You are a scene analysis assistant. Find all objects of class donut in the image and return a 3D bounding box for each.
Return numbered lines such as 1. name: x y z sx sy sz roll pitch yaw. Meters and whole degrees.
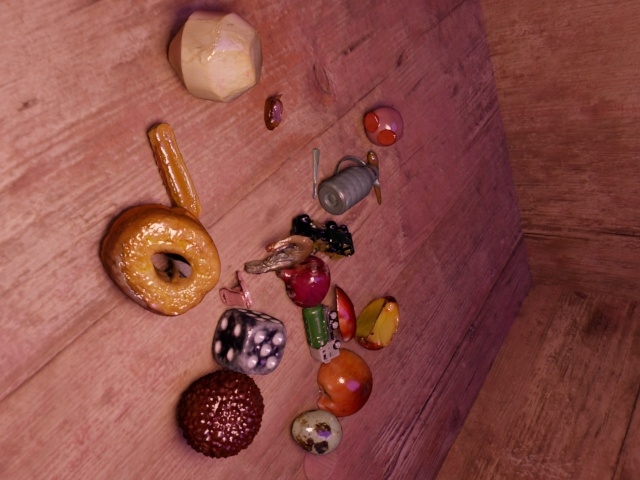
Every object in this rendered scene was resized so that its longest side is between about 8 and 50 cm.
1. donut: -0.426 0.057 1.175 0.317 0.150 0.299 14 99 -40

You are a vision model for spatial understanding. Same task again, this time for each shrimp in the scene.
1. shrimp: -0.136 0.048 1.473 0.253 0.058 0.173 -12 146 -25

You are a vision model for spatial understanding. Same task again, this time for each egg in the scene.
1. egg: -0.015 0.764 1.710 0.231 0.169 0.169 27 77 -31

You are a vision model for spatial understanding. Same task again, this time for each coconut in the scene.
1. coconut: -0.295 -0.510 1.186 0.259 0.259 0.259 -9 103 -44

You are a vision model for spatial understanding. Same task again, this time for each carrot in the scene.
1. carrot: 0.246 -0.275 1.899 0.049 0.049 0.254 -33 121 -38

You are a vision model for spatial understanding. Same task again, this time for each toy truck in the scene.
1. toy truck: 0.001 -0.003 1.621 0.257 0.127 0.127 17 47 -35
2. toy truck: 0.000 0.364 1.711 0.125 0.101 0.242 -22 109 -36

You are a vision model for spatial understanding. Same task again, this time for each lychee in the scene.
1. lychee: -0.306 0.528 1.331 0.264 0.300 0.264 -5 119 -8

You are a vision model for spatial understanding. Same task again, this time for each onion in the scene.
1. onion: -0.065 0.148 1.583 0.218 0.140 0.195 24 99 -33

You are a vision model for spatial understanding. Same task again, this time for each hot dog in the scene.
1. hot dog: -0.414 -0.192 1.224 0.088 0.061 0.286 -29 118 -40

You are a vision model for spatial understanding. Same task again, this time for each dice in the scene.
1. dice: -0.233 0.331 1.406 0.181 0.182 0.183 21 83 -45

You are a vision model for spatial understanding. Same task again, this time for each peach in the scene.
1. peach: 0.254 0.373 1.931 0.159 0.154 0.267 51 51 -27
2. peach: 0.111 0.294 1.772 0.189 0.068 0.279 -87 167 -57

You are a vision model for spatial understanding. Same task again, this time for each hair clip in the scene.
1. hair clip: -0.250 0.169 1.399 0.102 0.138 0.123 -33 112 -43

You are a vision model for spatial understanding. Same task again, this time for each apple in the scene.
1. apple: 0.122 0.627 1.830 0.251 0.163 0.293 -24 112 -42

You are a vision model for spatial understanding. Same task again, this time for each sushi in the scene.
1. sushi: -0.156 -0.438 1.455 0.055 0.052 0.120 -5 100 -46

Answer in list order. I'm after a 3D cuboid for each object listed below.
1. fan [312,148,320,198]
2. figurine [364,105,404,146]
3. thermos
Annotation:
1. fan: -0.017 -0.258 1.651 0.038 0.016 0.193 -4 99 -47
2. figurine: 0.271 -0.482 1.805 0.173 0.173 0.173 -9 103 -44
3. thermos: 0.118 -0.233 1.716 0.286 0.145 0.182 -39 91 -38
